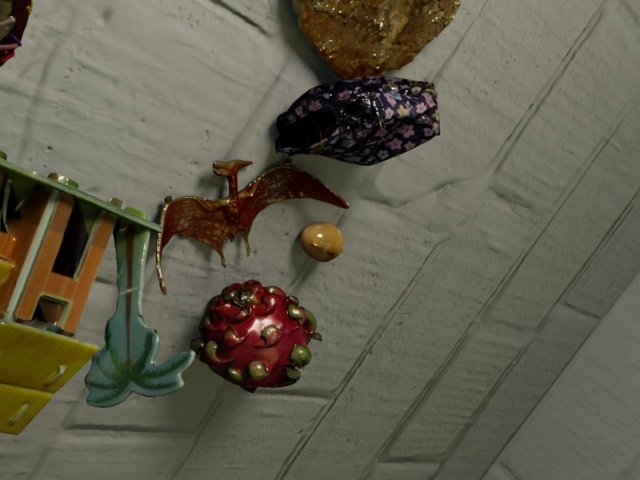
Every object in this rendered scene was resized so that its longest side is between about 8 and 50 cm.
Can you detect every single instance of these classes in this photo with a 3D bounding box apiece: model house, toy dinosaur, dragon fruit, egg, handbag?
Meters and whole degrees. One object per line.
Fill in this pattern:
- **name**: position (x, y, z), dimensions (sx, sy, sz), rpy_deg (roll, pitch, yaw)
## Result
- **model house**: position (-0.349, 0.077, 0.977), dimensions (0.300, 0.340, 0.324), rpy_deg (26, 81, -53)
- **toy dinosaur**: position (-0.114, -0.031, 1.351), dimensions (0.327, 0.113, 0.207), rpy_deg (2, 121, -46)
- **dragon fruit**: position (-0.118, 0.166, 1.472), dimensions (0.218, 0.272, 0.198), rpy_deg (-23, 92, -20)
- **egg**: position (0.000, 0.000, 1.517), dimensions (0.083, 0.071, 0.071), rpy_deg (30, 101, -39)
- **handbag**: position (0.051, -0.184, 1.321), dimensions (0.207, 0.228, 0.127), rpy_deg (0, 80, -41)

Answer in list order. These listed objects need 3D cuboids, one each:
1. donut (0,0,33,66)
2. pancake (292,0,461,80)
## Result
- **donut**: position (-0.408, -0.256, 0.883), dimensions (0.235, 0.089, 0.235), rpy_deg (-28, 132, -35)
- **pancake**: position (0.100, -0.402, 1.267), dimensions (0.356, 0.065, 0.356), rpy_deg (-24, 137, -24)
